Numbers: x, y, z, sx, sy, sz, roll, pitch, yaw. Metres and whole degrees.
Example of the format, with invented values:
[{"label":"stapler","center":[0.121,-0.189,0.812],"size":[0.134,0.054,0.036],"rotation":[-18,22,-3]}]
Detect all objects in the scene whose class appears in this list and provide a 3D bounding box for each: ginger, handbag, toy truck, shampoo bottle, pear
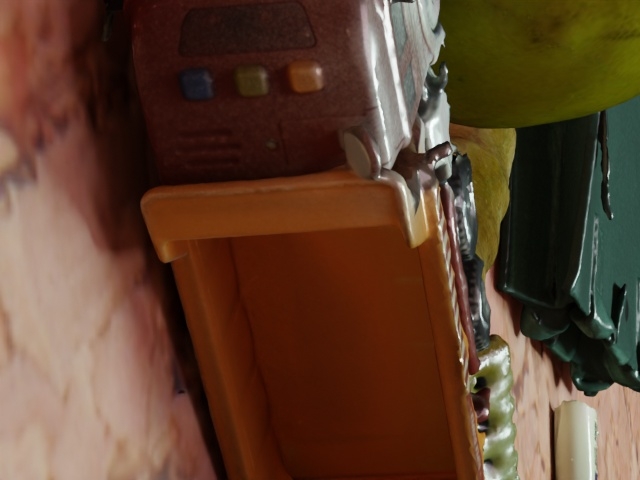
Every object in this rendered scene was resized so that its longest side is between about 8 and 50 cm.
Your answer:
[{"label":"ginger","center":[0.060,-0.007,1.008],"size":[0.299,0.065,0.118],"rotation":[-65,153,-58]},{"label":"handbag","center":[0.203,-0.022,1.467],"size":[0.326,0.089,0.238],"rotation":[45,46,-66]},{"label":"toy truck","center":[0.000,0.000,0.730],"size":[0.135,0.114,0.270],"rotation":[-79,162,-52]},{"label":"shampoo bottle","center":[0.194,0.194,1.488],"size":[0.049,0.034,0.141],"rotation":[59,32,-72]},{"label":"pear","center":[0.078,-0.150,0.836],"size":[0.269,0.212,0.212],"rotation":[-134,-143,-75]}]

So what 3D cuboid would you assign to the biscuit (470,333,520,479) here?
[{"label":"biscuit","center":[0.053,0.168,0.913],"size":[0.139,0.016,0.231],"rotation":[-24,117,-41]}]
